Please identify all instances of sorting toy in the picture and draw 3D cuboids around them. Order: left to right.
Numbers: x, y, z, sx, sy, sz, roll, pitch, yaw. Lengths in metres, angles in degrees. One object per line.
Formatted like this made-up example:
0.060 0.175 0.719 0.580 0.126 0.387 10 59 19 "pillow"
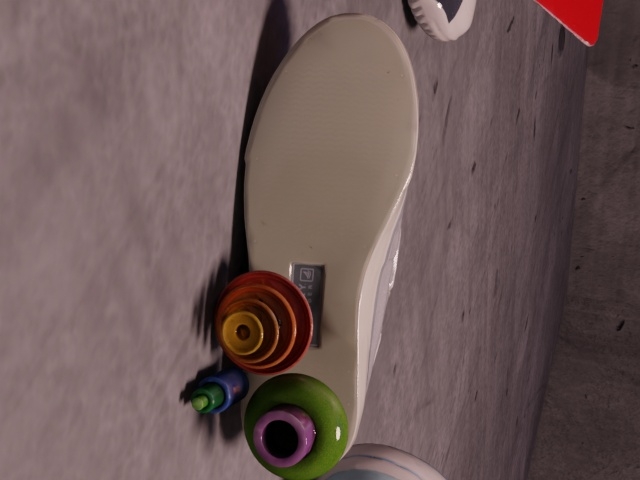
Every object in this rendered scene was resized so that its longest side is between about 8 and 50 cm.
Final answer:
-0.028 0.066 0.481 0.042 0.061 0.102 -18 92 -71 "sorting toy"

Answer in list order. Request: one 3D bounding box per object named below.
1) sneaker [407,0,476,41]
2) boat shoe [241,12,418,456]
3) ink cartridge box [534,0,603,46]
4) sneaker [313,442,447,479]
0.140 -0.245 0.709 0.094 0.153 0.235 -41 137 -64 "sneaker"
0.001 0.001 0.536 0.081 0.079 0.228 -63 162 -79 "boat shoe"
0.134 -0.278 0.504 0.309 0.130 0.272 22 76 -44 "ink cartridge box"
0.018 0.298 0.639 0.208 0.127 0.319 -55 148 -58 "sneaker"
